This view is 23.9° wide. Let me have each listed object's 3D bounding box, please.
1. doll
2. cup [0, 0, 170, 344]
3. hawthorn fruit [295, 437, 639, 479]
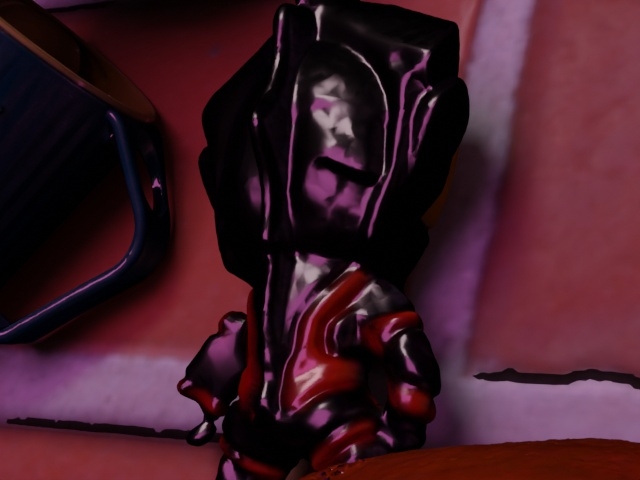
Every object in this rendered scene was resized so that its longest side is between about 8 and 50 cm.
[{"bbox_3d":[0.000,0.001,0.591,0.127,0.088,0.248,-5,71,10],"label":"doll"},{"bbox_3d":[-0.158,-0.025,0.693,0.176,0.131,0.155,42,98,15],"label":"cup"},{"bbox_3d":[0.073,0.138,0.367,0.299,0.211,0.211,-31,50,39],"label":"hawthorn fruit"}]
